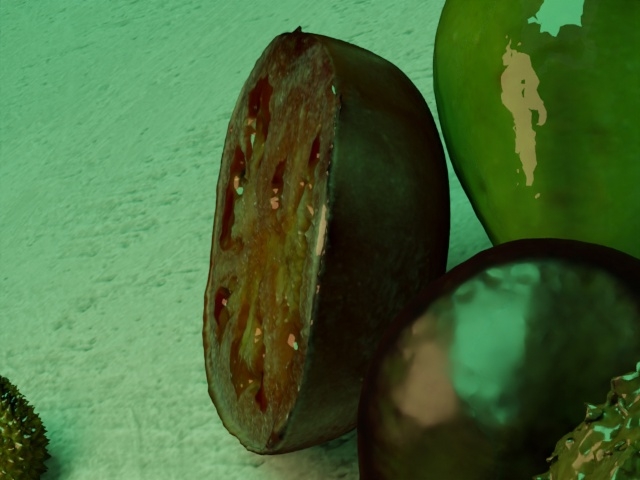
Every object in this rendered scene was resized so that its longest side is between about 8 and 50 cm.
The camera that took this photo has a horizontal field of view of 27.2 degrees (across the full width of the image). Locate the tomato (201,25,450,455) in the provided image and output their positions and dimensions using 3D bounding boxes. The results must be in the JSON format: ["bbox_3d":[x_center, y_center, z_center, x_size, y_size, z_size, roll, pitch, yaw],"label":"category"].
[{"bbox_3d":[0.012,0.002,1.033,0.338,0.144,0.338,-171,90,-70],"label":"tomato"}]

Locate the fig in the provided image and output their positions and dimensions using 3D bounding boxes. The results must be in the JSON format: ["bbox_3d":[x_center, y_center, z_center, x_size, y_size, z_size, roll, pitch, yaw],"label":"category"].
[{"bbox_3d":[0.209,-0.105,0.984,0.258,0.258,0.326,-12,55,31],"label":"fig"}]

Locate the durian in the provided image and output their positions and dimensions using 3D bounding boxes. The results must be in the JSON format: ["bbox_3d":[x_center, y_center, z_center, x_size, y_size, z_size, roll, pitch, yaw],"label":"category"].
[{"bbox_3d":[-0.320,0.196,1.170,0.158,0.137,0.168,21,68,29],"label":"durian"}]

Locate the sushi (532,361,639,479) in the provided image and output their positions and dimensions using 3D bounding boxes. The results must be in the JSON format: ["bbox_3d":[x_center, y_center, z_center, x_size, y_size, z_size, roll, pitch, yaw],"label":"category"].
[{"bbox_3d":[0.220,0.139,0.589,0.348,0.207,0.234,-62,17,18],"label":"sushi"}]

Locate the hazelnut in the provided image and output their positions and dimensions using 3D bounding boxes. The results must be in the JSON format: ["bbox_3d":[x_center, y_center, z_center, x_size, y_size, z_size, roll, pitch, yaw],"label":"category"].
[{"bbox_3d":[0.127,0.117,0.815,0.251,0.217,0.217,-60,33,4],"label":"hazelnut"}]
